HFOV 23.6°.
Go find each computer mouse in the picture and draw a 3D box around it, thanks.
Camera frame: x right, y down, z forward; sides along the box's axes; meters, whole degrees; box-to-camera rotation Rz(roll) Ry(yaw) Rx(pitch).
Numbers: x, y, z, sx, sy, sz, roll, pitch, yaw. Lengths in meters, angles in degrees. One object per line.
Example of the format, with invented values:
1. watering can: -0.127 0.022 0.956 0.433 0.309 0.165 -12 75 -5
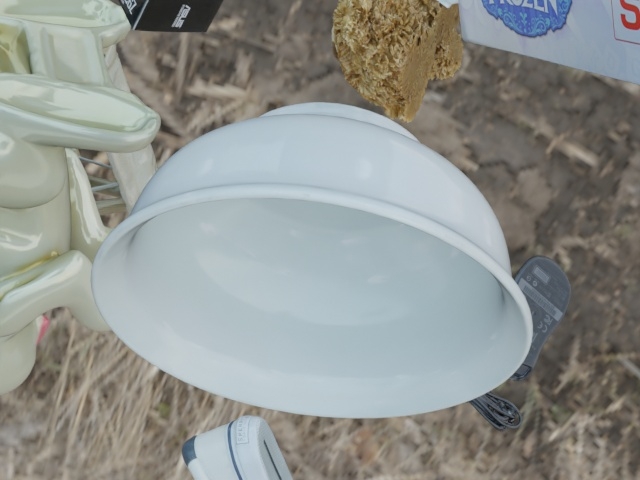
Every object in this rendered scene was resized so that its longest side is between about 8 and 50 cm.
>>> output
1. computer mouse: 0.232 0.116 2.107 0.184 0.060 0.262 34 65 -18

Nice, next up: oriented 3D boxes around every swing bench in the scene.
1. swing bench: -0.322 -0.147 1.868 0.255 0.253 0.165 1 35 22

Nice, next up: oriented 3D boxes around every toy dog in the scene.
1. toy dog: -0.353 -0.004 1.452 0.395 0.408 0.284 0 34 -27

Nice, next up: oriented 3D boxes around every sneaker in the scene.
1. sneaker: -0.065 0.284 1.539 0.091 0.258 0.094 -11 27 15

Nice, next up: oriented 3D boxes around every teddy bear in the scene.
1. teddy bear: 0.107 -0.289 1.675 0.113 0.245 0.338 17 77 24

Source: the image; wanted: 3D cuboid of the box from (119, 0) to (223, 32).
1. box: -0.134 -0.292 1.311 0.077 0.147 0.180 -4 53 -36

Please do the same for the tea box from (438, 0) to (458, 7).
1. tea box: 0.112 -0.375 0.966 0.220 0.323 0.329 36 27 -10

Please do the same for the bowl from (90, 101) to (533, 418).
1. bowl: 0.000 0.000 1.051 0.298 0.298 0.134 14 57 -10

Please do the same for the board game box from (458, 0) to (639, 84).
1. board game box: 0.262 -0.118 0.586 0.319 0.066 0.318 -15 19 -20
